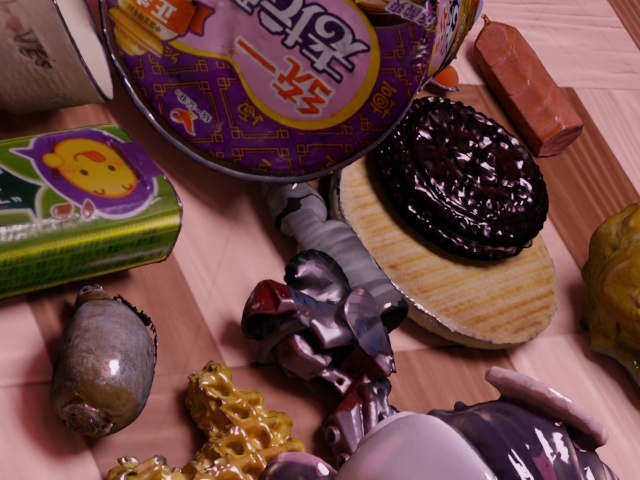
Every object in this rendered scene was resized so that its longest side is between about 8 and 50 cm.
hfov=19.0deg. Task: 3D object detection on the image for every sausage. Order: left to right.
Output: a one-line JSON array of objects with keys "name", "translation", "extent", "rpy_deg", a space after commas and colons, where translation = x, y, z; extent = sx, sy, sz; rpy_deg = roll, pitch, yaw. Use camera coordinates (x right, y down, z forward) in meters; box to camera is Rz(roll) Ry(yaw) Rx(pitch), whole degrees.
[{"name": "sausage", "translation": [0.221, -0.174, 2.108], "extent": [0.065, 0.065, 0.169], "rpy_deg": [-8, 59, -43]}]

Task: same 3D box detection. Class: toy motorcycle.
[{"name": "toy motorcycle", "translation": [0.006, 0.106, 1.644], "extent": [0.122, 0.082, 0.213], "rpy_deg": [-11, 68, -37]}]

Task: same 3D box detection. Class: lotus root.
[{"name": "lotus root", "translation": [-0.172, 0.093, 1.521], "extent": [0.088, 0.088, 0.165], "rpy_deg": [26, 31, -17]}]

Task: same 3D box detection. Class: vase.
[{"name": "vase", "translation": [0.000, 0.000, 1.762], "extent": [0.060, 0.060, 0.211], "rpy_deg": [-11, 55, -44]}]

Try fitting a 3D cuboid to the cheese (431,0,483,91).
[{"name": "cheese", "translation": [0.131, -0.253, 2.131], "extent": [0.106, 0.037, 0.256], "rpy_deg": [28, 39, -12]}]

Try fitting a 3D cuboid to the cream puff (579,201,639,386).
[{"name": "cream puff", "translation": [0.380, 0.086, 1.909], "extent": [0.282, 0.185, 0.282], "rpy_deg": [25, 0, 0]}]

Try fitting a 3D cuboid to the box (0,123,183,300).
[{"name": "box", "translation": [-0.279, -0.010, 1.520], "extent": [0.345, 0.097, 0.134], "rpy_deg": [-14, 54, -45]}]

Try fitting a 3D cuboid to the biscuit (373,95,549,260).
[{"name": "biscuit", "translation": [0.139, -0.061, 1.871], "extent": [0.194, 0.053, 0.194], "rpy_deg": [22, 41, -20]}]

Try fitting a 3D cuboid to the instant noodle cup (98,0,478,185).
[{"name": "instant noodle cup", "translation": [0.000, -0.239, 1.788], "extent": [0.340, 0.340, 0.266], "rpy_deg": [46, 25, 9]}]

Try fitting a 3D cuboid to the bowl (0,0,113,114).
[{"name": "bowl", "translation": [-0.279, -0.208, 1.647], "extent": [0.126, 0.238, 0.238], "rpy_deg": [-22, 59, 0]}]

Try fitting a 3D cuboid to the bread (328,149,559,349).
[{"name": "bread", "translation": [0.120, 0.002, 1.869], "extent": [0.267, 0.040, 0.267], "rpy_deg": [22, 40, -21]}]

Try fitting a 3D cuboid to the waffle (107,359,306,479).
[{"name": "waffle", "translation": [-0.084, 0.178, 1.527], "extent": [0.149, 0.051, 0.194], "rpy_deg": [34, 39, -9]}]

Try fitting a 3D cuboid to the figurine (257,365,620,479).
[{"name": "figurine", "translation": [0.070, 0.257, 1.326], "extent": [0.253, 0.361, 0.211], "rpy_deg": [56, 43, -4]}]
